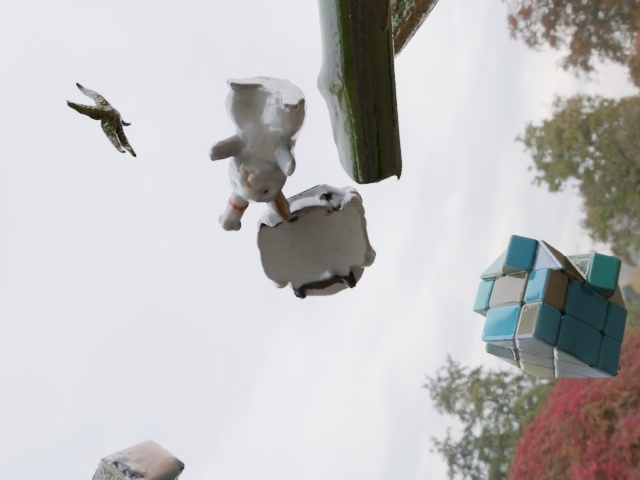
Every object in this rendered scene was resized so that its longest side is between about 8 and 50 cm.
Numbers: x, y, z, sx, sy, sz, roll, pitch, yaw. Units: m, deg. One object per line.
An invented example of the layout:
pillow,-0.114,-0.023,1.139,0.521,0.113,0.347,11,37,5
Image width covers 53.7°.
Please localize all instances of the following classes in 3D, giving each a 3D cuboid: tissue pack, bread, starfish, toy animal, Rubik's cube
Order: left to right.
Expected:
starfish,-0.463,-0.265,1.357,0.050,0.223,0.216,-47,-16,17
tissue pack,-0.230,0.299,0.799,0.094,0.074,0.059,0,-65,-67
toy animal,-0.101,-0.127,1.044,0.138,0.140,0.283,-48,-27,-74
toy animal,0.000,0.000,1.185,0.156,0.208,0.204,-29,-77,-76
bread,0.110,-0.342,0.867,0.196,0.102,0.138,-51,3,26
Rubik's cube,0.403,0.109,1.073,0.265,0.224,0.213,28,-112,-18

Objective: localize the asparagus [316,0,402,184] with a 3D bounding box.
asparagus,0.026,-0.178,0.482,0.060,0.067,0.278,-50,-40,-54
